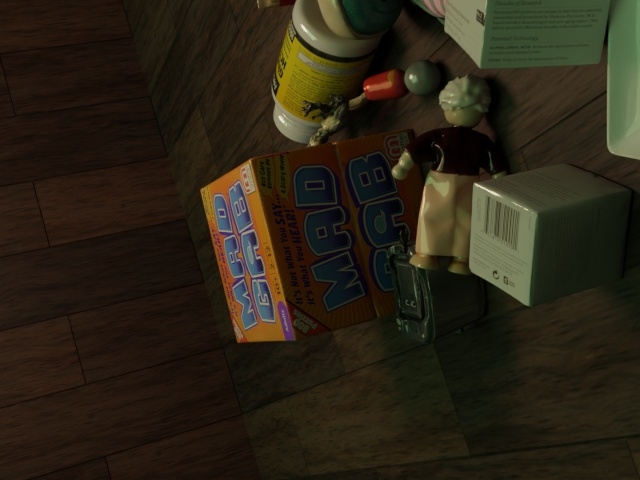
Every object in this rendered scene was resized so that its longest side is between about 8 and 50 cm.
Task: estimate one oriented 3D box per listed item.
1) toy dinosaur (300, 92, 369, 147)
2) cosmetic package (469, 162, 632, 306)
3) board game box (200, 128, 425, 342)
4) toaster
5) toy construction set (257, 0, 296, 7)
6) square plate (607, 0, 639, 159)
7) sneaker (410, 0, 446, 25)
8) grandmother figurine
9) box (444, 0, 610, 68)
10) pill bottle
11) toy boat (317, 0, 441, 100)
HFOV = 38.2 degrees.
[{"bbox_3d":[0.038,-0.264,1.888,0.268,0.118,0.064,-31,60,37],"label":"toy dinosaur"},{"bbox_3d":[0.343,-0.014,1.393,0.151,0.184,0.151,38,135,55],"label":"cosmetic package"},{"bbox_3d":[0.000,0.000,1.944,0.356,0.356,0.356,-16,88,66],"label":"board game box"},{"bbox_3d":[0.220,0.076,1.756,0.129,0.147,0.226,7,109,64],"label":"toaster"},{"bbox_3d":[-0.107,-0.647,1.993,0.257,0.237,0.308,48,143,48],"label":"toy construction set"},{"bbox_3d":[0.487,-0.251,1.124,0.344,0.049,0.347,28,127,59],"label":"square plate"},{"bbox_3d":[0.242,-0.408,1.550,0.319,0.112,0.131,50,167,43],"label":"sneaker"},{"bbox_3d":[0.229,-0.120,1.610,0.104,0.208,0.342,-139,57,-77],"label":"grandmother figurine"},{"bbox_3d":[0.288,-0.330,1.309,0.181,0.182,0.119,-109,17,-59],"label":"box"},{"bbox_3d":[0.001,-0.362,1.961,0.188,0.188,0.334,65,153,26],"label":"pill bottle"},{"bbox_3d":[0.116,-0.411,1.702,0.148,0.267,0.318,-7,114,30],"label":"toy boat"}]
